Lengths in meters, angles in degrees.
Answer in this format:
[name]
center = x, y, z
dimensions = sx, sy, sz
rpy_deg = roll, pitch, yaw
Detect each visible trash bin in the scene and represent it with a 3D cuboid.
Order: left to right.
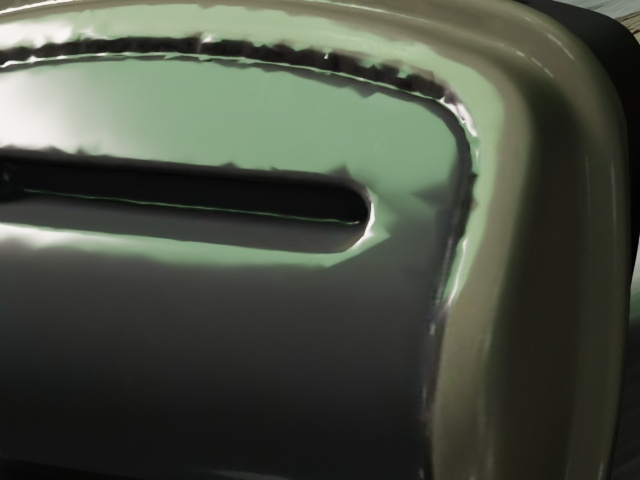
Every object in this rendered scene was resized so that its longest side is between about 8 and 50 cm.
[trash bin]
center = 0.000, 0.000, 0.483
dimensions = 0.209, 0.182, 0.290
rpy_deg = 5, 14, 18

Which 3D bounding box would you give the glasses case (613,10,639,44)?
[glasses case]
center = 0.187, -0.074, 0.744
dimensions = 0.137, 0.085, 0.354
rpy_deg = -28, 11, -27
